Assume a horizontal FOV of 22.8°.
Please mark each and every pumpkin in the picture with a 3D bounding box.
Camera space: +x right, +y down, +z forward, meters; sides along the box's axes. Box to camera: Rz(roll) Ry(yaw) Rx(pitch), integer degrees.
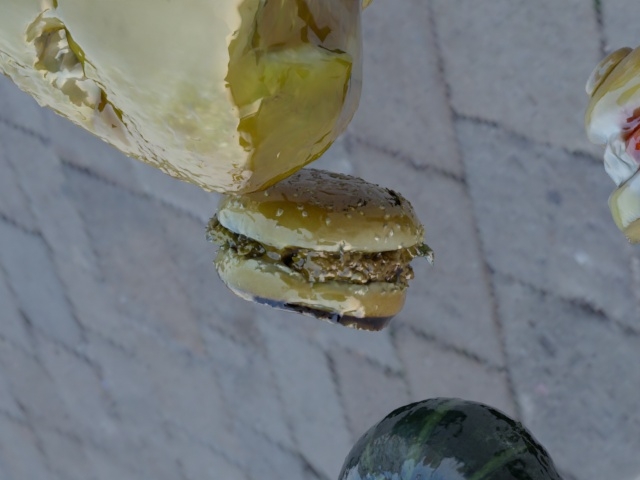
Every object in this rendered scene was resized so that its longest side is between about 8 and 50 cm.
[{"bbox_3d":[0.085,0.183,1.011,0.167,0.125,0.167,10,102,52],"label":"pumpkin"}]

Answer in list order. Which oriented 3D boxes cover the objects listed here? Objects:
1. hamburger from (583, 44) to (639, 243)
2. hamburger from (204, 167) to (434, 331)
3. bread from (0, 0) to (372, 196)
[{"bbox_3d":[0.376,-0.127,1.451,0.302,0.261,0.186,85,168,-79],"label":"hamburger"},{"bbox_3d":[-0.008,-0.002,1.381,0.191,0.182,0.118,24,102,59],"label":"hamburger"},{"bbox_3d":[-0.135,-0.202,1.120,0.394,0.361,0.250,42,113,-1],"label":"bread"}]
